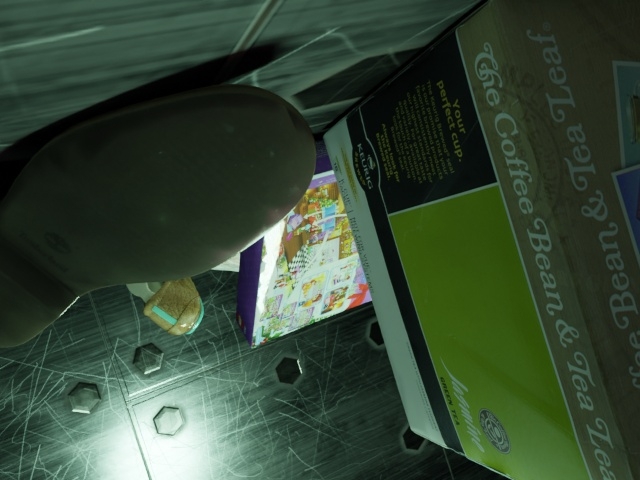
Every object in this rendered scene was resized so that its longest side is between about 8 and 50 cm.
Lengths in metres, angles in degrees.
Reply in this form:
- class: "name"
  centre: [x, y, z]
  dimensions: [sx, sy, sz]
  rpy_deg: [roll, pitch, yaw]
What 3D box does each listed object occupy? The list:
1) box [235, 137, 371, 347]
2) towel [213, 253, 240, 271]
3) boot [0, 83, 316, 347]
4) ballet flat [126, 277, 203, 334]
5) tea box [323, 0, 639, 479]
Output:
- class: "box"
  centre: [0.000, 0.000, 0.768]
  dimensions: [0.201, 0.057, 0.293]
  rpy_deg: [-18, 143, -26]
- class: "towel"
  centre: [-0.131, 0.020, 1.014]
  dimensions: [0.332, 0.053, 0.317]
  rpy_deg: [11, 170, -21]
- class: "boot"
  centre: [-0.133, -0.031, 0.405]
  dimensions: [0.305, 0.112, 0.115]
  rpy_deg: [-22, -151, 26]
- class: "ballet flat"
  centre: [-0.320, 0.057, 1.161]
  dimensions: [0.116, 0.124, 0.342]
  rpy_deg: [-53, -145, 10]
- class: "tea box"
  centre: [0.188, 0.003, 0.517]
  dimensions: [0.220, 0.329, 0.323]
  rpy_deg: [-17, -178, -17]
